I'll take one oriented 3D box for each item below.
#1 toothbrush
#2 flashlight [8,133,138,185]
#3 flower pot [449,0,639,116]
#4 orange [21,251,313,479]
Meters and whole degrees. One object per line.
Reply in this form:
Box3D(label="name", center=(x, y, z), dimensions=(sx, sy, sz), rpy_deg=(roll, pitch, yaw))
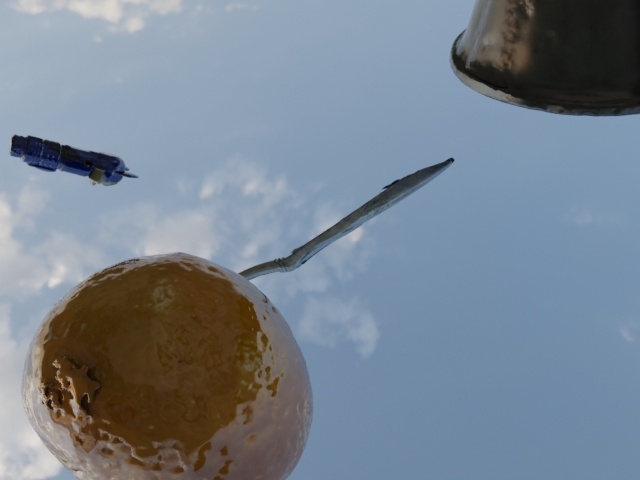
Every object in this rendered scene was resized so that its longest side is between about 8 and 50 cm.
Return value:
Box3D(label="toothbrush", center=(0.000, 0.000, 0.955), dimensions=(0.413, 0.035, 0.042), rpy_deg=(-32, -98, -12))
Box3D(label="flashlight", center=(-0.242, -0.075, 0.756), dimensions=(0.121, 0.035, 0.057), rpy_deg=(11, -168, -32))
Box3D(label="flower pot", center=(0.258, -0.244, 0.731), dimensions=(0.269, 0.166, 0.269), rpy_deg=(-4, -142, 3))
Box3D(label="orange", center=(-0.111, 0.112, 0.582), dimensions=(0.219, 0.219, 0.193), rpy_deg=(20, -106, 24))
